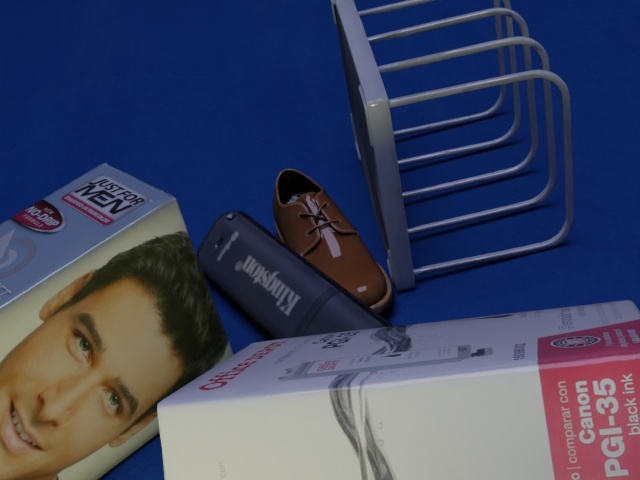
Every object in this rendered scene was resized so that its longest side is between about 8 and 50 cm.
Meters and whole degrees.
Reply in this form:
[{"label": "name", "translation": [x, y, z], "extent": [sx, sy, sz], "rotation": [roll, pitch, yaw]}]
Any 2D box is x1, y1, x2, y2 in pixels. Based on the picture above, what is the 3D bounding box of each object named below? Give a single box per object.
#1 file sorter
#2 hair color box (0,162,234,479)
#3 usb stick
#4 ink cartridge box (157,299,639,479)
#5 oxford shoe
[{"label": "file sorter", "translation": [0.119, -0.123, 0.978], "extent": [0.173, 0.192, 0.277], "rotation": [-11, 34, 1]}, {"label": "hair color box", "translation": [-0.257, 0.119, 0.787], "extent": [0.374, 0.185, 0.114], "rotation": [-36, 38, -27]}, {"label": "usb stick", "translation": [-0.028, 0.051, 0.899], "extent": [0.278, 0.045, 0.077], "rotation": [36, 101, 50]}, {"label": "ink cartridge box", "translation": [0.066, 0.120, 0.642], "extent": [0.283, 0.117, 0.207], "rotation": [-8, 3, 12]}, {"label": "oxford shoe", "translation": [0.000, 0.000, 0.952], "extent": [0.076, 0.076, 0.212], "rotation": [-23, 36, -13]}]
